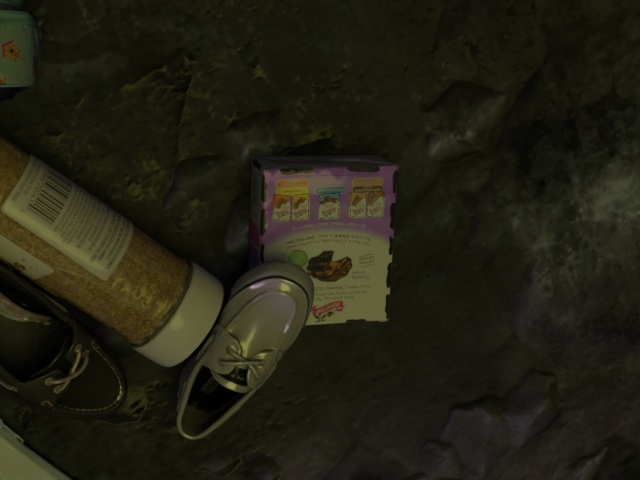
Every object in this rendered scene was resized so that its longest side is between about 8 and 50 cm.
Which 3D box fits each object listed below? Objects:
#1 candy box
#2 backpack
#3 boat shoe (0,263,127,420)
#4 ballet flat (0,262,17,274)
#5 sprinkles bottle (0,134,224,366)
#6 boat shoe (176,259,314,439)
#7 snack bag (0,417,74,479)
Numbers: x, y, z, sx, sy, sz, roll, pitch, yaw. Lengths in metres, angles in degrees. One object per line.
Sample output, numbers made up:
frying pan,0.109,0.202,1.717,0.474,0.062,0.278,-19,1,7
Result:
candy box,0.000,0.000,1.353,0.165,0.070,0.196,-2,107,-17
backpack,-0.356,-0.203,1.115,0.166,0.188,0.144,4,106,-17
boat shoe,-0.331,0.100,1.212,0.335,0.095,0.112,43,74,-28
ballet flat,-0.357,0.094,1.295,0.057,0.049,0.173,4,108,24
sprinkles bottle,-0.276,0.001,1.241,0.355,0.121,0.121,37,94,-23
boat shoe,-0.095,0.132,1.295,0.096,0.088,0.267,30,126,-17
snack bag,-0.402,0.414,1.379,0.342,0.037,0.323,-45,113,0
